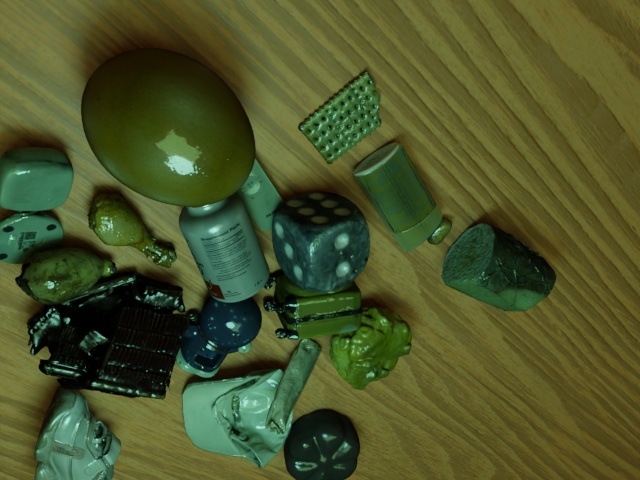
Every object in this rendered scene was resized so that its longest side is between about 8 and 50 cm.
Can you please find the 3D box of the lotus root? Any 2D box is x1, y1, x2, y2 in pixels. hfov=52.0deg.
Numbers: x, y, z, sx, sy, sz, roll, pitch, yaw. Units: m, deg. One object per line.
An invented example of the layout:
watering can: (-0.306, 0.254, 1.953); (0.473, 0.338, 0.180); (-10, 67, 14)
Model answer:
lotus root: (-0.567, 0.072, 1.472); (0.214, 0.138, 0.139); (-15, 128, -42)

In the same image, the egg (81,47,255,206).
egg: (-0.292, -0.217, 1.288); (0.351, 0.283, 0.283); (31, 108, -8)

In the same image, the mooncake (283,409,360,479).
mooncake: (0.006, 0.634, 1.992); (0.244, 0.133, 0.245); (-5, 114, -11)

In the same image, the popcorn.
popcorn: (0.131, 0.286, 1.805); (0.233, 0.192, 0.266); (-46, 148, -6)

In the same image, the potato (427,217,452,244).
potato: (0.315, -0.024, 1.746); (0.051, 0.040, 0.083); (24, 112, -41)

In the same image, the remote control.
remote control: (-0.174, -0.150, 1.519); (0.090, 0.038, 0.310); (-31, 123, 2)

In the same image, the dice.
dice: (0.000, 0.000, 1.554); (0.181, 0.182, 0.183); (-22, 128, -29)

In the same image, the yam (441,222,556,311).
yam: (0.489, 0.080, 1.772); (0.271, 0.202, 0.202); (31, 71, -25)

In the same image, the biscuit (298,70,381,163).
biscuit: (0.062, -0.279, 1.530); (0.203, 0.016, 0.144); (-37, 123, 7)

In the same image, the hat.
hat: (-0.234, 0.468, 1.822); (0.301, 0.168, 0.258); (2, 98, 8)

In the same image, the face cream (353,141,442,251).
face cream: (0.204, -0.103, 1.648); (0.139, 0.067, 0.285); (-34, 123, 5)

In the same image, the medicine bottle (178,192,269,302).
medicine bottle: (-0.229, -0.009, 1.514); (0.156, 0.157, 0.289); (-21, 123, -5)

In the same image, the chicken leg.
chicken leg: (-0.424, -0.014, 1.497); (0.107, 0.087, 0.251); (-47, 127, 3)

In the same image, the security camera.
security camera: (-0.624, -0.070, 1.402); (0.157, 0.080, 0.302); (-5, 138, -39)

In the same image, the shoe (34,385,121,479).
shoe: (-0.615, 0.519, 1.694); (0.198, 0.172, 0.351); (11, 128, -12)

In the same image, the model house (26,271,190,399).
model house: (-0.486, 0.228, 1.498); (0.317, 0.283, 0.297); (23, 111, -28)

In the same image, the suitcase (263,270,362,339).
suitcase: (-0.016, 0.144, 1.651); (0.234, 0.194, 0.143); (-7, 112, -14)

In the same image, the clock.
clock: (-0.251, 0.230, 1.663); (0.199, 0.147, 0.243); (31, 114, -25)

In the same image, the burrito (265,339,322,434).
burrito: (-0.075, 0.398, 1.785); (0.082, 0.059, 0.275); (42, 58, -30)
